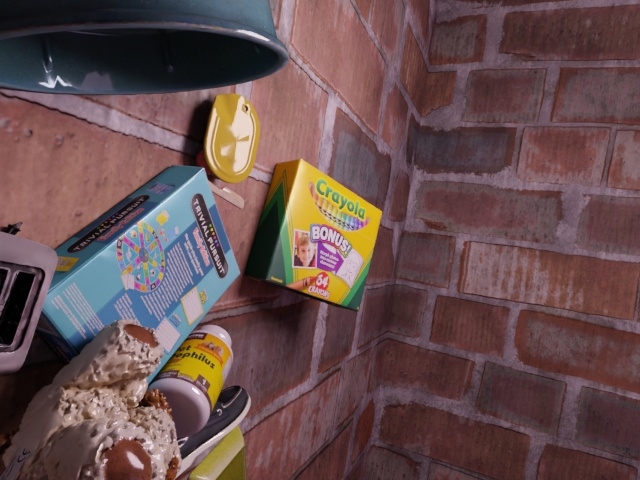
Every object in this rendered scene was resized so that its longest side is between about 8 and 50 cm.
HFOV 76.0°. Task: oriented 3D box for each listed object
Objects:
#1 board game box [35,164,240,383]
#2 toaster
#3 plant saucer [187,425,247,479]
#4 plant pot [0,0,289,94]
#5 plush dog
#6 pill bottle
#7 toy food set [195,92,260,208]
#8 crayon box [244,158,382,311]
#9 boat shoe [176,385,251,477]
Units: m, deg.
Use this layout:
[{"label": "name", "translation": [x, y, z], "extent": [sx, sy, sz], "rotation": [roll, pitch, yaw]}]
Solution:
[{"label": "board game box", "translation": [-0.287, 0.066, 0.690], "extent": [0.336, 0.079, 0.254], "rotation": [-56, 146, -44]}, {"label": "toaster", "translation": [-0.391, 0.051, 0.417], "extent": [0.168, 0.110, 0.186], "rotation": [35, 66, -65]}, {"label": "plant saucer", "translation": [-0.242, 0.598, 1.021], "extent": [0.188, 0.045, 0.188], "rotation": [-32, 126, -59]}, {"label": "plant pot", "translation": [-0.222, -0.351, 0.430], "extent": [0.341, 0.341, 0.334], "rotation": [-28, 115, -61]}, {"label": "plush dog", "translation": [-0.265, 0.272, 0.526], "extent": [0.225, 0.210, 0.262], "rotation": [62, -2, -37]}, {"label": "pill bottle", "translation": [-0.236, 0.250, 0.774], "extent": [0.215, 0.117, 0.117], "rotation": [-80, 171, -71]}, {"label": "toy food set", "translation": [-0.198, -0.184, 0.823], "extent": [0.128, 0.071, 0.218], "rotation": [23, 75, -52]}, {"label": "crayon box", "translation": [0.000, 0.000, 1.131], "extent": [0.363, 0.106, 0.313], "rotation": [26, 75, -43]}, {"label": "boat shoe", "translation": [-0.261, 0.351, 0.812], "extent": [0.340, 0.127, 0.113], "rotation": [-20, 90, -61]}]
